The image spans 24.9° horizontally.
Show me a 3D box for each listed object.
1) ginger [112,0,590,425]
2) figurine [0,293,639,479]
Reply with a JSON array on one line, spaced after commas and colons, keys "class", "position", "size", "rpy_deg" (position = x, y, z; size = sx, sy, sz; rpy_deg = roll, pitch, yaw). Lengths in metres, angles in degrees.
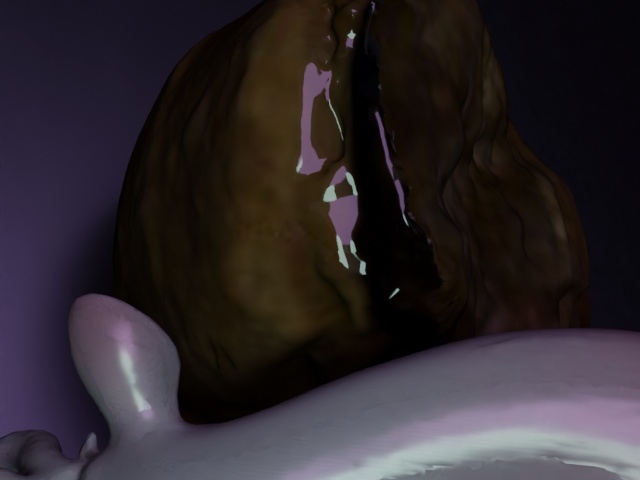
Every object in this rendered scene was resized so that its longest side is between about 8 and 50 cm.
[{"class": "ginger", "position": [0.000, -0.004, 0.650], "size": [0.269, 0.223, 0.200], "rpy_deg": [46, 44, -44]}, {"class": "figurine", "position": [-0.008, 0.155, 0.527], "size": [0.316, 0.284, 0.206], "rpy_deg": [11, 44, -6]}]
